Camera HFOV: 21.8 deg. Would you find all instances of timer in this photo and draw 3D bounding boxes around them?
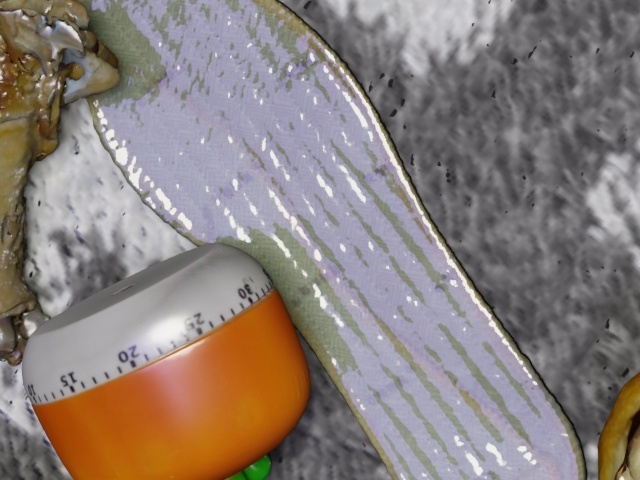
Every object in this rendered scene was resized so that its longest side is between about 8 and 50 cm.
[{"bbox_3d":[-0.063,0.073,0.757,0.136,0.099,0.136,11,120,20],"label":"timer"}]

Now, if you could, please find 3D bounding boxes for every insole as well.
[{"bbox_3d":[0.000,0.000,0.778,0.119,0.009,0.348,-37,87,13],"label":"insole"}]

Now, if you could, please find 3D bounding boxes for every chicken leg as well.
[{"bbox_3d":[-0.165,-0.043,0.778,0.125,0.080,0.196,20,104,9],"label":"chicken leg"}]

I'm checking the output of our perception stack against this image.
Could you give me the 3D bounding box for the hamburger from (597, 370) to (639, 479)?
[{"bbox_3d":[0.236,0.094,0.659,0.244,0.163,0.244,3,104,12],"label":"hamburger"}]
